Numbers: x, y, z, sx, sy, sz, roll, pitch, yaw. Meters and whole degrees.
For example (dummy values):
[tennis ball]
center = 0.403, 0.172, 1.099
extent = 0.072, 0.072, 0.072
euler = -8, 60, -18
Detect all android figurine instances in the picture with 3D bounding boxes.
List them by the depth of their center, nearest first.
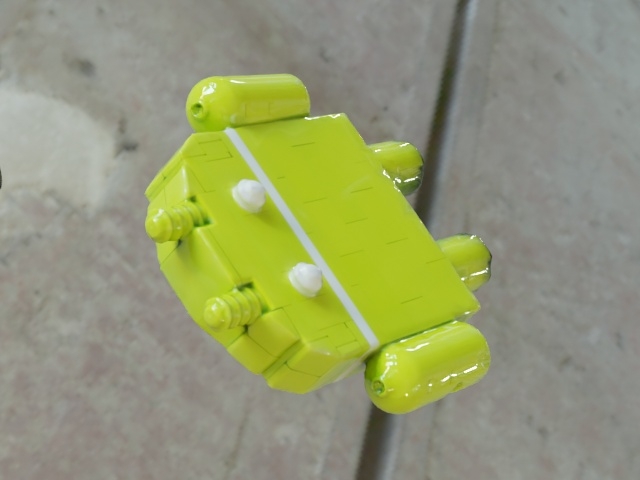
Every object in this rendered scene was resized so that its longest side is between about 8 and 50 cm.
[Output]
[android figurine]
center = 0.000, 0.000, 0.951
extent = 0.273, 0.056, 0.248
euler = -11, 62, -52

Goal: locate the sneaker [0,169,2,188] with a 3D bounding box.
[sneaker]
center = -0.316, 0.017, 0.776
extent = 0.343, 0.146, 0.134
euler = -38, 126, -24
